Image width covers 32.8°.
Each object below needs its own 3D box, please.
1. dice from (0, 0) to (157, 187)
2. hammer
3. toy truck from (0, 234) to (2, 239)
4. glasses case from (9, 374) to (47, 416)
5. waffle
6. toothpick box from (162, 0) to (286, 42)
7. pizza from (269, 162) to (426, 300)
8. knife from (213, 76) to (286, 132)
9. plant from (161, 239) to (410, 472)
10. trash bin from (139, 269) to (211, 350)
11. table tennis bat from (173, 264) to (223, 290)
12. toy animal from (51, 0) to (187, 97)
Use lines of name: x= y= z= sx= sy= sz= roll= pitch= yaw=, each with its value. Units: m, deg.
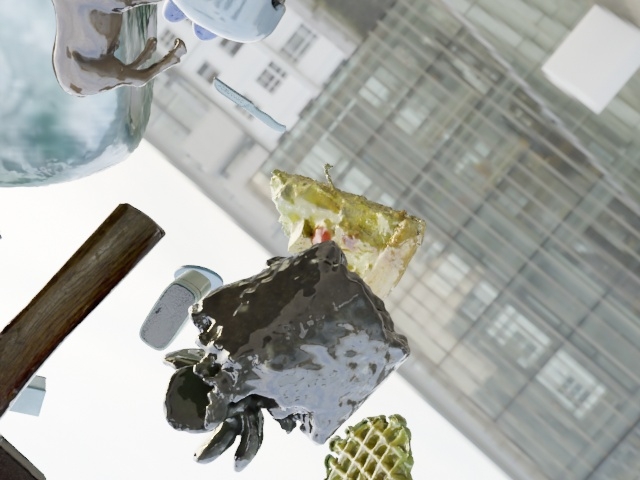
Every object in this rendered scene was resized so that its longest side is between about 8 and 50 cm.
dice: x=-0.372 y=-0.276 z=1.292 sx=0.331 sy=0.327 sz=0.348 roll=2 pitch=-149 yaw=0
hammer: x=-0.299 y=0.094 z=1.138 sx=0.095 sy=0.408 sz=0.242 roll=-17 pitch=118 yaw=49
toy truck: x=-0.636 y=-0.039 z=1.876 sx=0.202 sy=0.088 sz=0.074 roll=24 pitch=143 yaw=40
glasses case: x=-0.590 y=0.232 z=1.792 sx=0.266 sy=0.056 sz=0.105 roll=15 pitch=-179 yaw=-15
waffle: x=0.063 y=0.331 z=1.504 sx=0.036 sy=0.169 sz=0.183 roll=29 pitch=-131 yaw=-35
toothpick box: x=-0.150 y=-0.525 z=1.981 sx=0.263 sy=0.354 sz=0.263 roll=27 pitch=-160 yaw=-11
pizza: x=0.000 y=0.000 z=1.687 sx=0.288 sy=0.280 sz=0.075 roll=44 pitch=-151 yaw=24
knife: x=-0.145 y=-0.272 z=2.202 sx=0.028 sy=0.015 sz=0.210 roll=-13 pitch=147 yaw=42
plant: x=-0.047 y=0.139 z=1.253 sx=0.188 sy=0.276 sz=0.199 roll=57 pitch=-179 yaw=-37
trash bin: x=-0.229 y=0.109 z=1.731 sx=0.059 sy=0.116 sz=0.130 roll=35 pitch=-172 yaw=-1
table tennis bat: x=-0.240 y=0.088 z=2.200 sx=0.100 sy=0.019 sz=0.155 roll=0 pitch=151 yaw=14
toy animal: x=-0.191 y=-0.211 z=0.901 sx=0.186 sy=0.214 sz=0.093 roll=-8 pitch=-140 yaw=-33
